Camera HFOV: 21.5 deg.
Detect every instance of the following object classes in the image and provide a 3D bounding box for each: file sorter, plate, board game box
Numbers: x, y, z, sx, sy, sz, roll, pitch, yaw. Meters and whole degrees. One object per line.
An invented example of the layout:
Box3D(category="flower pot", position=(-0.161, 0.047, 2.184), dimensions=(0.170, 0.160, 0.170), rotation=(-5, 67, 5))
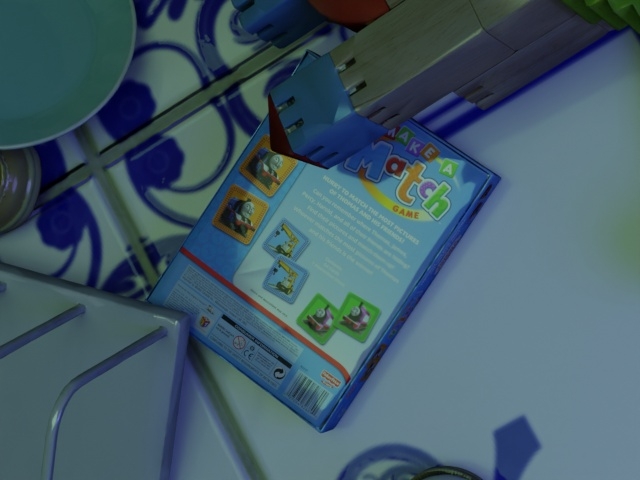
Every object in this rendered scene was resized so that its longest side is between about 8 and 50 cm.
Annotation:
Box3D(category="file sorter", position=(-0.259, 0.128, 1.148), dimensions=(0.277, 0.173, 0.193), rotation=(14, 108, 17))
Box3D(category="plate", position=(-0.225, -0.144, 1.220), dimensions=(0.188, 0.024, 0.188), rotation=(0, 65, 0))
Box3D(category="board game box", position=(0.000, 0.000, 1.162), dimensions=(0.160, 0.039, 0.211), rotation=(36, 99, 16))

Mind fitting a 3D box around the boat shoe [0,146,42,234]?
Box3D(category="boat shoe", position=(-0.345, -0.062, 1.247), dimensions=(0.285, 0.089, 0.104), rotation=(10, 90, 17))

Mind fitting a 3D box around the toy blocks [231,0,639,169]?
Box3D(category="toy blocks", position=(0.042, -0.220, 1.095), dimensions=(0.261, 0.191, 0.381), rotation=(-31, 66, 22))

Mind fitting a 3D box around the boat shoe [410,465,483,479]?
Box3D(category="boat shoe", position=(0.057, 0.300, 1.097), dimensions=(0.113, 0.103, 0.302), rotation=(11, 91, 17))
